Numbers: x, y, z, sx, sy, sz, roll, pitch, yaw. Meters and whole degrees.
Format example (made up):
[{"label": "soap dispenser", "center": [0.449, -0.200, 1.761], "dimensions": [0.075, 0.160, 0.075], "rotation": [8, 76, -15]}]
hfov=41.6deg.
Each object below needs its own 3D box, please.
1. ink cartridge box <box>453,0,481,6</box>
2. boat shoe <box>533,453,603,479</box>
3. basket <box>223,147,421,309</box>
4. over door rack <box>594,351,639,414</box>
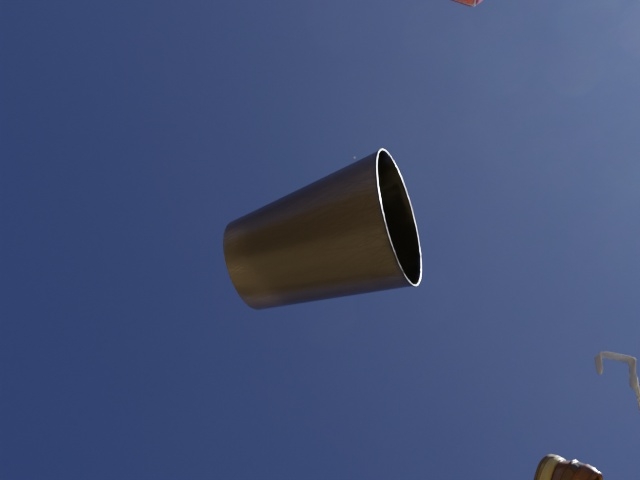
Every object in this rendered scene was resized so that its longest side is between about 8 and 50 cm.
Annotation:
[{"label": "ink cartridge box", "center": [0.056, -0.426, 0.973], "dimensions": [0.385, 0.279, 0.160], "rotation": [22, -56, 14]}, {"label": "boat shoe", "center": [0.231, 0.298, 0.811], "dimensions": [0.060, 0.064, 0.178], "rotation": [0, -115, 41]}, {"label": "basket", "center": [0.000, 0.000, 1.112], "dimensions": [0.227, 0.204, 0.154], "rotation": [-17, -43, 18]}, {"label": "over door rack", "center": [0.484, 0.250, 1.037], "dimensions": [0.108, 0.239, 0.324], "rotation": [-6, -116, -14]}]
